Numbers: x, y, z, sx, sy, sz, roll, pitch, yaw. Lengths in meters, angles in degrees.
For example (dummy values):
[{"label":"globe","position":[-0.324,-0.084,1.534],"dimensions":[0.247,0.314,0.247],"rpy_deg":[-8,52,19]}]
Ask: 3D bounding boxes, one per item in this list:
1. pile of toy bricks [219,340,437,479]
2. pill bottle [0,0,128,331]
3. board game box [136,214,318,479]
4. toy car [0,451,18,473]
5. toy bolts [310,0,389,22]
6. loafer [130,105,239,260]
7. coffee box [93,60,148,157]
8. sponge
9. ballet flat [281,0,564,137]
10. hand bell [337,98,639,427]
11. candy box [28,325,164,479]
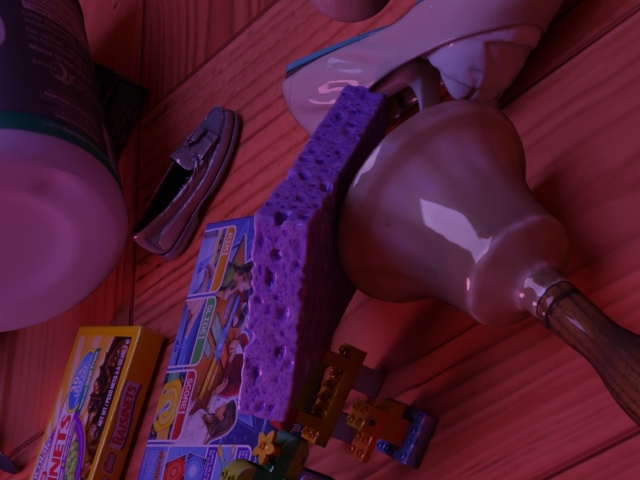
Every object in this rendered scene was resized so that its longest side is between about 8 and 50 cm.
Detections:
[{"label":"pile of toy bricks","position":[-0.025,0.157,0.878],"dimensions":[0.118,0.105,0.212],"rpy_deg":[20,85,57]},{"label":"pill bottle","position":[-0.281,-0.120,1.254],"dimensions":[0.204,0.204,0.361],"rpy_deg":[-46,43,26]},{"label":"board game box","position":[-0.051,0.080,1.030],"dimensions":[0.136,0.035,0.201],"rpy_deg":[-8,62,52]},{"label":"toy car","position":[-0.340,0.187,1.273],"dimensions":[0.188,0.155,0.149],"rpy_deg":[-16,55,34]},{"label":"toy bolts","position":[0.080,-0.228,0.969],"dimensions":[0.218,0.158,0.228],"rpy_deg":[32,56,23]},{"label":"loafer","position":[-0.102,-0.047,1.182],"dimensions":[0.045,0.039,0.125],"rpy_deg":[21,86,58]},{"label":"coffee box","position":[-0.225,-0.110,1.395],"dimensions":[0.184,0.040,0.113],"rpy_deg":[25,90,56]},{"label":"sponge","position":[0.000,0.000,0.882],"dimensions":[0.210,0.031,0.117],"rpy_deg":[-60,-22,-62]},{"label":"ballet flat","position":[0.073,-0.109,0.960],"dimensions":[0.248,0.086,0.086],"rpy_deg":[-25,50,46]},{"label":"hand bell","position":[0.126,0.036,0.778],"dimensions":[0.242,0.126,0.126],"rpy_deg":[42,104,44]},{"label":"candy box","position":[-0.180,0.163,1.162],"dimensions":[0.105,0.027,0.206],"rpy_deg":[-6,63,57]}]
